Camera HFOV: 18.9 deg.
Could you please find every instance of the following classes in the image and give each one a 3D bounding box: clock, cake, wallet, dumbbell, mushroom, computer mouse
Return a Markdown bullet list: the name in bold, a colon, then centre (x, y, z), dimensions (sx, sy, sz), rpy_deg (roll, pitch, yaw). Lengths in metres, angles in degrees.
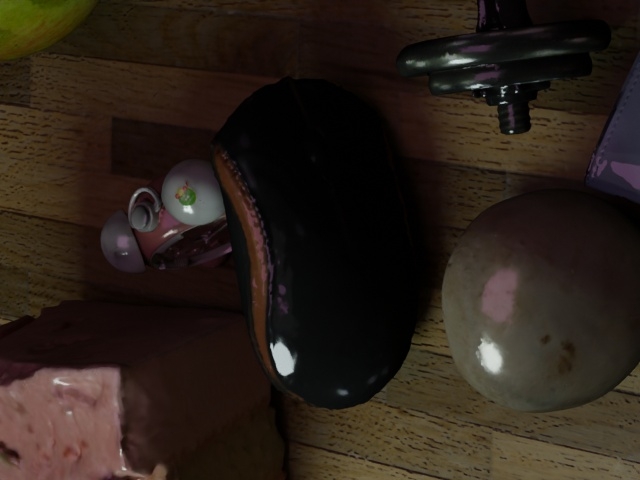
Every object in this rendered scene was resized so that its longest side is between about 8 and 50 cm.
- **clock**: centre (-0.131, -0.033, 1.937), dimensions (0.166, 0.162, 0.093), rpy_deg (-34, 74, 35)
- **cake**: centre (-0.214, 0.236, 1.964), dimensions (0.314, 0.293, 0.307), rpy_deg (0, 100, 30)
- **wallet**: centre (0.353, -0.082, 1.627), dimensions (0.231, 0.069, 0.170), rpy_deg (24, 93, 28)
- **dumbbell**: centre (0.153, -0.236, 1.675), dimensions (0.192, 0.192, 0.290), rpy_deg (-4, 95, 37)
- **mushroom**: centre (0.192, 0.046, 1.707), dimensions (0.204, 0.204, 0.204), rpy_deg (6, 101, 36)
- **computer mouse**: centre (0.002, 0.000, 1.832), dimensions (0.116, 0.183, 0.323), rpy_deg (-12, 91, 64)

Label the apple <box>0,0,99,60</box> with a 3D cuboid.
- **apple**: centre (-0.338, -0.313, 2.001), dimensions (0.226, 0.246, 0.246), rpy_deg (-15, 88, 29)
